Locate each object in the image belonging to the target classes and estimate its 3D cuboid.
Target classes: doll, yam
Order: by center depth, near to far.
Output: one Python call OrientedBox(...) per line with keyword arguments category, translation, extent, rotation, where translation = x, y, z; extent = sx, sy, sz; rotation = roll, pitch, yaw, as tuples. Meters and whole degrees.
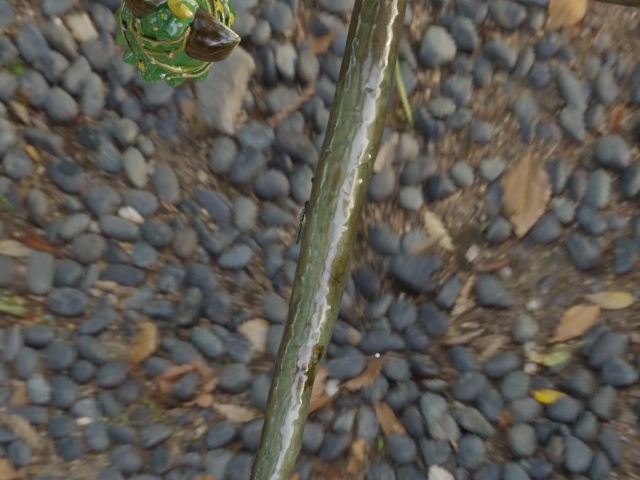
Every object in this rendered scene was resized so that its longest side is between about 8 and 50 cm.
OrientedBox(category="yam", translation=(0.001, 0.000, 0.667), extent=(0.029, 0.027, 0.234), rotation=(14, 89, 10))
OrientedBox(category="doll", translation=(-0.093, -0.124, 0.924), extent=(0.078, 0.113, 0.076), rotation=(36, 104, -7))

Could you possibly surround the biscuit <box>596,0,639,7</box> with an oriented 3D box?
OrientedBox(category="biscuit", translation=(0.097, -0.173, 0.497), extent=(0.212, 0.036, 0.212), rotation=(4, 78, -21))
